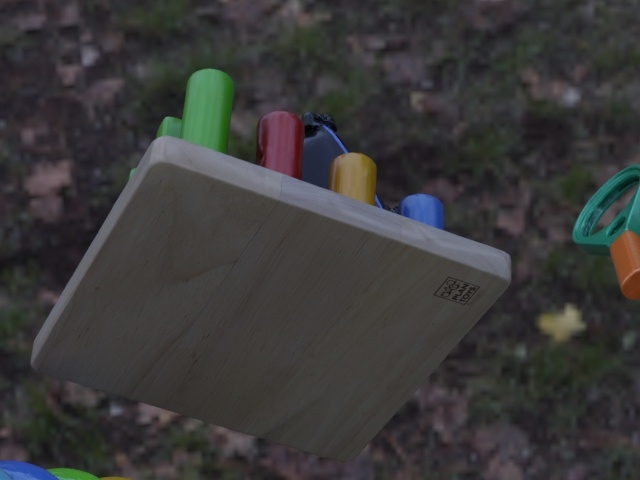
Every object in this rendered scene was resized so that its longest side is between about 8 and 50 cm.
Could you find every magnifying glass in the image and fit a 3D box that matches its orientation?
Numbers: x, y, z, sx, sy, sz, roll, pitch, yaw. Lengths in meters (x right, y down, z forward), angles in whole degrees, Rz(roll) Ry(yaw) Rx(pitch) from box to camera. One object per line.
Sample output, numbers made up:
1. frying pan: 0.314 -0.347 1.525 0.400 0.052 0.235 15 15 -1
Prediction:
1. magnifying glass: 0.263 -0.004 1.637 0.026 0.092 0.231 41 17 -10

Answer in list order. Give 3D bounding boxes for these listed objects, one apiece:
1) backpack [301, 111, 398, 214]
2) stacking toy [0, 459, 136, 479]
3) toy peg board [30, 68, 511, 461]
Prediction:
1. backpack: 0.000 0.000 1.126 0.084 0.114 0.105 -33 69 -8
2. stacking toy: -0.118 0.167 0.910 0.141 0.141 0.330 28 11 40
3. toy peg board: -0.023 0.007 0.833 0.160 0.161 0.079 18 49 -17
